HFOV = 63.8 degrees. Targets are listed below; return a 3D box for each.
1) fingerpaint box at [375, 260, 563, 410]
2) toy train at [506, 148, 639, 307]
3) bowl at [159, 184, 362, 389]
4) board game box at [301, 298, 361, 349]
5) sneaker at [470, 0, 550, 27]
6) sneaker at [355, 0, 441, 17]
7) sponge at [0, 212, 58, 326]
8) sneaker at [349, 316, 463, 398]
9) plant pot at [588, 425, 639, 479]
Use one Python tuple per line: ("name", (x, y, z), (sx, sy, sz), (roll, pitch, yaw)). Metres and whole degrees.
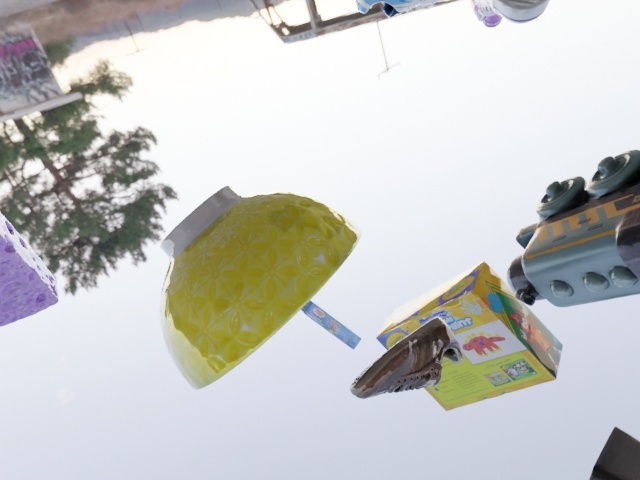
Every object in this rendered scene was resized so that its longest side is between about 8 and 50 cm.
("fingerpaint box", (0.466, 0.323, 1.664), (0.444, 0.371, 0.163), (-40, -174, 45))
("toy train", (0.367, -0.012, 0.619), (0.190, 0.142, 0.334), (-48, -173, -26))
("bowl", (-0.105, 0.026, 0.646), (0.289, 0.156, 0.289), (-42, -174, 6))
("board game box", (-0.001, 0.185, 1.291), (0.039, 0.160, 0.211), (-53, -161, -5))
("sneaker", (0.311, -0.409, 0.857), (0.102, 0.161, 0.282), (-12, -128, 11))
("sneaker", (0.171, -0.484, 1.006), (0.237, 0.086, 0.085), (-10, -138, -22))
("sponge", (-0.265, -0.010, 0.305), (0.117, 0.210, 0.031), (-21, -132, -10))
("sneaker", (0.122, 0.163, 0.667), (0.188, 0.066, 0.071), (-25, -112, -37))
("plant pot", (0.633, 0.526, 1.030), (0.166, 0.188, 0.188), (20, -156, 38))
